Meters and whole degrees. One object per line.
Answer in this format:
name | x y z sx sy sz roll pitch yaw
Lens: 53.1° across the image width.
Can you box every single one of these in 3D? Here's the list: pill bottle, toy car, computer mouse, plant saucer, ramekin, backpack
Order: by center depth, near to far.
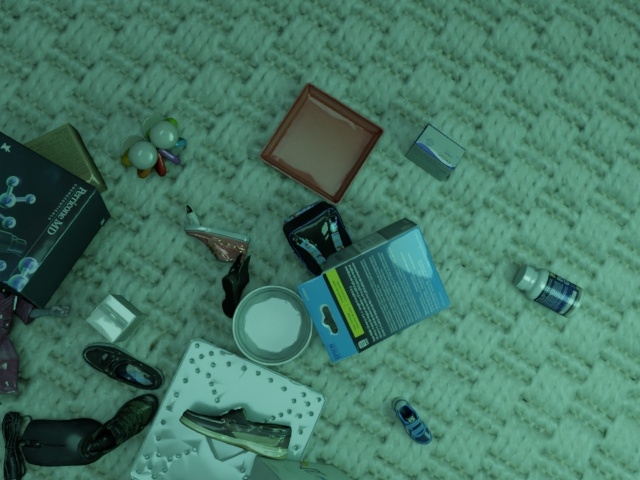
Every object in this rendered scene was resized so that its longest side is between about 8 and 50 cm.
computer mouse | -0.685 0.528 1.638 0.273 0.072 0.188 -4 83 -4
ramekin | -0.127 0.222 1.685 0.207 0.109 0.207 0 83 -4
backpack | 0.000 0.000 1.715 0.158 0.117 0.173 -33 118 -5
toy car | -0.438 -0.243 1.716 0.182 0.159 0.136 -46 122 -7
pill bottle | 0.619 0.133 1.745 0.170 0.094 0.094 27 83 0
plant saucer | 0.004 -0.265 1.779 0.259 0.048 0.259 32 84 0

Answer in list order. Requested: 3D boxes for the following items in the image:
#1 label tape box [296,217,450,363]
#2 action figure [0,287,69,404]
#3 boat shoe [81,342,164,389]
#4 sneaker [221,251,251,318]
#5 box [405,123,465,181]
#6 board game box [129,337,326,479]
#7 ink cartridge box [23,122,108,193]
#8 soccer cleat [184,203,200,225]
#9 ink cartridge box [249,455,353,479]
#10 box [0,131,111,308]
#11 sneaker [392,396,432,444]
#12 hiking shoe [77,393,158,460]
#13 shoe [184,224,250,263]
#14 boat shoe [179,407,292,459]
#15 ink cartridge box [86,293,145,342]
label tape box | 0.131 0.129 1.671 0.348 0.115 0.249 -26 108 -4
action figure | -0.840 0.223 1.643 0.276 0.248 0.369 -6 66 38
boat shoe | -0.520 0.332 1.667 0.229 0.076 0.080 28 83 0
sneaker | -0.220 0.121 1.705 0.051 0.170 0.089 19 38 22
box | 0.312 -0.237 1.747 0.126 0.137 0.072 36 82 1
board game box | -0.236 0.506 1.677 0.390 0.050 0.389 24 83 0
ink cartridge box | -0.722 -0.172 1.707 0.235 0.088 0.193 -27 87 -6
soccer cleat | -0.349 -0.062 1.741 0.029 0.035 0.083 -21 85 -6
ink cartridge box | -0.047 0.650 1.570 0.233 0.168 0.171 18 86 -28
box | -0.763 -0.071 1.519 0.396 0.212 0.293 30 71 0
sneaker | 0.244 0.485 1.702 0.053 0.059 0.144 -39 88 -9
hiking shoe | -0.496 0.474 1.612 0.227 0.114 0.086 -40 99 -29
shoe | -0.281 0.012 1.716 0.178 0.063 0.081 12 81 -14
boat shoe | -0.208 0.467 1.611 0.286 0.103 0.092 20 78 -5
ink cartridge box | -0.526 0.200 1.648 0.092 0.143 0.090 39 83 2
